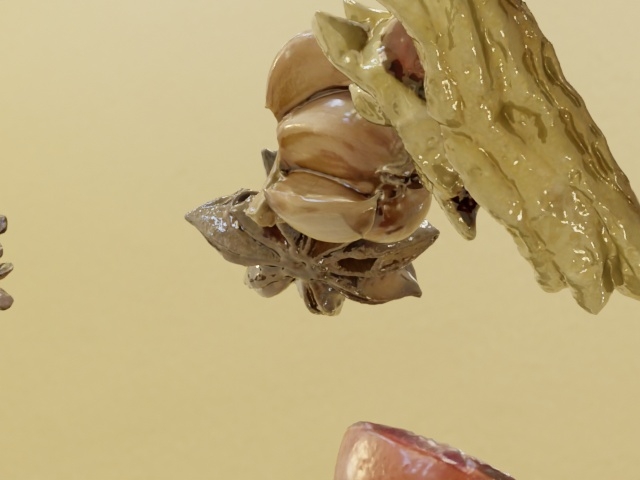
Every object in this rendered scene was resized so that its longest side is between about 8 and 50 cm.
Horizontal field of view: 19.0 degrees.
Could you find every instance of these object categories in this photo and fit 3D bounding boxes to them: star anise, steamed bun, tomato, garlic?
[{"bbox_3d":[-0.015,-0.010,2.250,0.315,0.315,0.108,61,-139,-43],"label":"star anise"},{"bbox_3d":[0.129,-0.118,1.679,0.428,0.189,0.247,55,-168,-28],"label":"steamed bun"},{"bbox_3d":[0.120,0.319,1.856,0.290,0.176,0.335,28,166,16],"label":"tomato"},{"bbox_3d":[0.036,-0.100,1.935,0.160,0.191,0.214,14,-99,-51],"label":"garlic"}]

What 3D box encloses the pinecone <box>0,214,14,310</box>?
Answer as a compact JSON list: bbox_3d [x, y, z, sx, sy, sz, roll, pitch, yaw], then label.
[{"bbox_3d":[-0.504,0.013,2.537,0.229,0.202,0.201,-16,-64,-68],"label":"pinecone"}]
